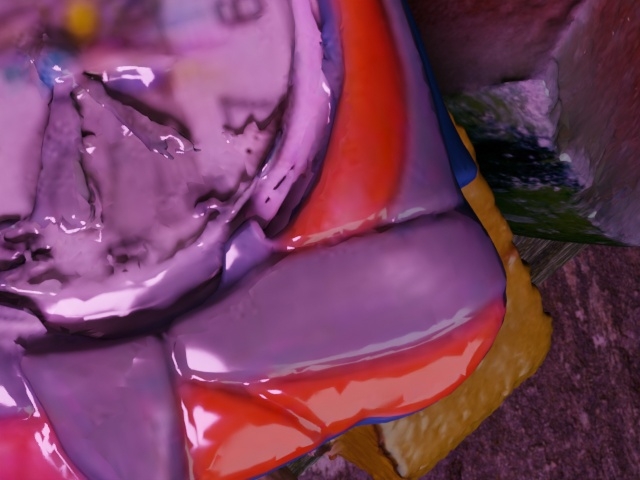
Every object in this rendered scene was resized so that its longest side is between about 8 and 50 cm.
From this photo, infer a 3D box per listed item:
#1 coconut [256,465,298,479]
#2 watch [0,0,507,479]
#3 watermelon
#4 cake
[{"bbox_3d":[-0.170,0.206,0.929,0.329,0.329,0.329,-38,168,-9],"label":"coconut"},{"bbox_3d":[-0.109,-0.013,0.498,0.305,0.241,0.274,-21,180,0],"label":"watch"},{"bbox_3d":[0.160,-0.106,0.992,0.302,0.151,0.264,-47,144,6],"label":"watermelon"},{"bbox_3d":[0.000,0.000,0.847,0.156,0.179,0.260,-43,129,-19],"label":"cake"}]
